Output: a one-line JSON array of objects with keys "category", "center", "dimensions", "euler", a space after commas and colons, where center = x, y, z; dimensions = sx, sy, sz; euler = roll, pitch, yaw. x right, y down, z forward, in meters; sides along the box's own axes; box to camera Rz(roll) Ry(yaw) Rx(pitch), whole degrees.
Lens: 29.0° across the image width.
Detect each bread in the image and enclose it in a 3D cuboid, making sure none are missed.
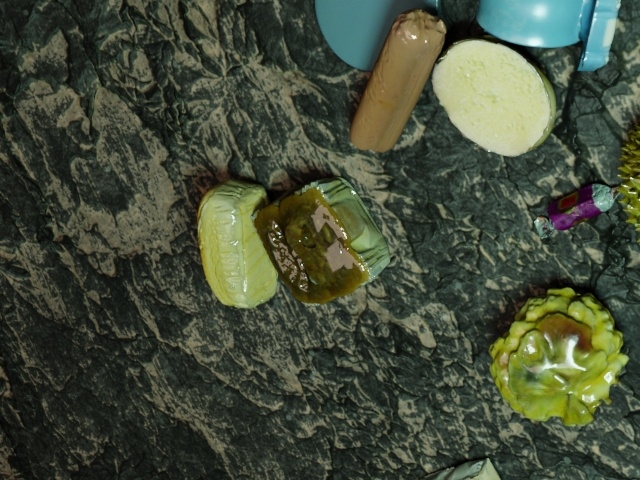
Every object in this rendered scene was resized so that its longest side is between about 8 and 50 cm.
[{"category": "bread", "center": [0.000, 0.002, 2.137], "dimensions": [0.192, 0.110, 0.210], "euler": [-26, 96, 40]}, {"category": "bread", "center": [-0.153, 0.007, 2.231], "dimensions": [0.106, 0.140, 0.236], "euler": [8, 116, 29]}]

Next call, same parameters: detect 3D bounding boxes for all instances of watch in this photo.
[{"category": "watch", "center": [0.312, -0.333, 1.691], "dimensions": [0.193, 0.211, 0.211], "euler": [11, 120, 11]}]

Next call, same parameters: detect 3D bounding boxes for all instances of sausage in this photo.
[{"category": "sausage", "center": [0.117, -0.243, 1.920], "dimensions": [0.086, 0.086, 0.289], "euler": [39, 141, 14]}]

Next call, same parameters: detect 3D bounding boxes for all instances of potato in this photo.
[{"category": "potato", "center": [0.266, -0.222, 1.855], "dimensions": [0.200, 0.081, 0.164], "euler": [44, 122, 6]}]

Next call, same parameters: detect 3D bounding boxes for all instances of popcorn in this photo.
[{"category": "popcorn", "center": [0.371, 0.183, 1.920], "dimensions": [0.189, 0.169, 0.218], "euler": [39, 111, 6]}]

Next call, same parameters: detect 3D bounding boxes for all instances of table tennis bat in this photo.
[{"category": "table tennis bat", "center": [0.108, -0.398, 1.906], "dimensions": [0.215, 0.044, 0.329], "euler": [47, 133, 7]}]

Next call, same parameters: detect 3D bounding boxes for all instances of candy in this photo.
[{"category": "candy", "center": [0.389, -0.049, 1.876], "dimensions": [0.043, 0.045, 0.175], "euler": [35, 136, -28]}]

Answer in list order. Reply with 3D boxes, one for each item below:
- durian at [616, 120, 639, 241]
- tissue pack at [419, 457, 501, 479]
[{"category": "durian", "center": [0.537, -0.051, 1.690], "dimensions": [0.306, 0.166, 0.172], "euler": [22, 127, 25]}, {"category": "tissue pack", "center": [0.278, 0.509, 2.204], "dimensions": [0.186, 0.090, 0.222], "euler": [-30, 92, 44]}]
